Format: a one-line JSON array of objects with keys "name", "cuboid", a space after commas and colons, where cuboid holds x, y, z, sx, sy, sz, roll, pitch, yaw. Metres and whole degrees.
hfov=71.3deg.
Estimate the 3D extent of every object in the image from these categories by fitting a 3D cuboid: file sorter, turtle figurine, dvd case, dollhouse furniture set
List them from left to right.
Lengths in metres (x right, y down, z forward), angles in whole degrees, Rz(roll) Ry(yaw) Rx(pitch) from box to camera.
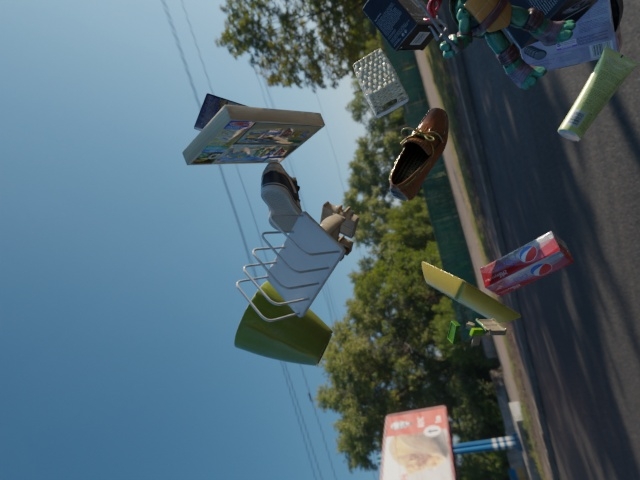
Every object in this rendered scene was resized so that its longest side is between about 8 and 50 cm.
[{"name": "dvd case", "cuboid": [-0.377, -0.503, 1.863, 0.022, 0.253, 0.180, 125, 159, -66]}, {"name": "file sorter", "cuboid": [-0.102, 0.080, 1.332, 0.173, 0.277, 0.193, -5, -137, -51]}, {"name": "dollhouse furniture set", "cuboid": [0.000, 0.000, 1.937, 0.355, 0.174, 0.303, -44, -27, -41]}, {"name": "dollhouse furniture set", "cuboid": [0.443, 0.263, 1.267, 0.076, 0.152, 0.058, -126, 40, -70]}, {"name": "turtle figurine", "cuboid": [0.254, -0.337, 0.654, 0.234, 0.175, 0.118, 27, -150, -22]}]

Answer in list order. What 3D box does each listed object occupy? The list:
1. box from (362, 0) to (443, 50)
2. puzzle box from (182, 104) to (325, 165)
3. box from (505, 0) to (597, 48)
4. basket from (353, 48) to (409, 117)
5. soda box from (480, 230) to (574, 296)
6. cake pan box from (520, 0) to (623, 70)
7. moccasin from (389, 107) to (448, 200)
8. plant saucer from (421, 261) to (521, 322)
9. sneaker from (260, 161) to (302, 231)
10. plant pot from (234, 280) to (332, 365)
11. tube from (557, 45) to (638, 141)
[{"name": "box", "cuboid": [0.228, -0.613, 1.227, 0.156, 0.093, 0.158, -26, -103, -44]}, {"name": "puzzle box", "cuboid": [-0.208, -0.336, 1.465, 0.409, 0.272, 0.052, -13, -103, -47]}, {"name": "box", "cuboid": [0.442, -0.471, 0.799, 0.108, 0.153, 0.207, 60, 163, 7]}, {"name": "basket", "cuboid": [0.179, -0.481, 1.359, 0.103, 0.113, 0.167, 41, -155, -56]}, {"name": "soda box", "cuboid": [0.657, 0.081, 1.438, 0.092, 0.263, 0.083, 29, -138, -28]}, {"name": "cake pan box", "cuboid": [0.702, -0.625, 1.276, 0.070, 0.267, 0.245, -54, -55, -29]}, {"name": "moccasin", "cuboid": [0.357, -0.333, 1.638, 0.379, 0.139, 0.147, -56, -31, -9]}, {"name": "plant saucer", "cuboid": [0.604, 0.227, 1.866, 0.333, 0.080, 0.333, 30, -178, -19]}, {"name": "sneaker", "cuboid": [-0.125, -0.142, 1.514, 0.321, 0.126, 0.127, 82, -173, -65]}, {"name": "plant pot", "cuboid": [-0.114, 0.328, 1.626, 0.275, 0.294, 0.274, 24, -90, -81]}, {"name": "tube", "cuboid": [0.712, -0.374, 1.155, 0.070, 0.240, 0.062, 26, -171, -35]}]
